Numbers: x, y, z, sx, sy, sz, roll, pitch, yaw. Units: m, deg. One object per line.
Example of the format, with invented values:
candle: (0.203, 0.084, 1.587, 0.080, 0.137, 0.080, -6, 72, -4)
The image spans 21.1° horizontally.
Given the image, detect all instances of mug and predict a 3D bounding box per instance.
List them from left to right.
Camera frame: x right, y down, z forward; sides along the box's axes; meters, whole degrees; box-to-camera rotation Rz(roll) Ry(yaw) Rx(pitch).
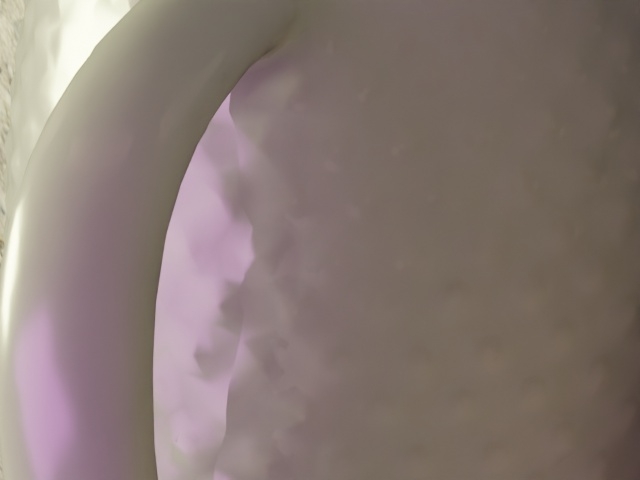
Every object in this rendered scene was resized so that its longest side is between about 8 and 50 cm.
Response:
mug: (0.000, 0.000, 0.606, 0.276, 0.374, 0.328, 8, 115, 20)
